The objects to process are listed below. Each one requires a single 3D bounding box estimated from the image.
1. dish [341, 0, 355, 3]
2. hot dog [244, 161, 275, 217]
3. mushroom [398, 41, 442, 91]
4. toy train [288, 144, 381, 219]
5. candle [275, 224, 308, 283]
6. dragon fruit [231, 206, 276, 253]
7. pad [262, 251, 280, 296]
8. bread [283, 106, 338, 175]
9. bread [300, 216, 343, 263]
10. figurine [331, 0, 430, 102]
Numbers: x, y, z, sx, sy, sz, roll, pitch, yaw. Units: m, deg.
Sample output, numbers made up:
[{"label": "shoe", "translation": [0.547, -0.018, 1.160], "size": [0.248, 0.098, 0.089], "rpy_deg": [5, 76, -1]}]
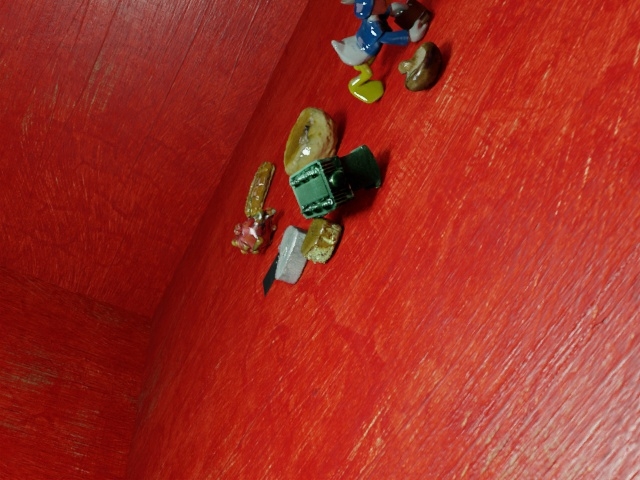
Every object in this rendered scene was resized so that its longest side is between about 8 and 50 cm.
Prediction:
[{"label": "dish", "translation": [0.168, -0.964, 2.404], "size": [0.151, 0.077, 0.212], "rpy_deg": [-67, 19, -4]}, {"label": "hot dog", "translation": [-0.258, -0.213, 2.712], "size": [0.115, 0.072, 0.269], "rpy_deg": [-18, 51, 56]}, {"label": "mushroom", "translation": [0.245, -0.424, 1.565], "size": [0.127, 0.087, 0.127], "rpy_deg": [-160, 90, -74]}, {"label": "toy train", "translation": [0.032, -0.150, 1.704], "size": [0.139, 0.178, 0.330], "rpy_deg": [67, 164, -4]}, {"label": "candle", "translation": [-0.077, 0.027, 1.947], "size": [0.168, 0.068, 0.192], "rpy_deg": [130, 153, -49]}, {"label": "dragon fruit", "translation": [-0.228, -0.042, 2.340], "size": [0.208, 0.133, 0.150], "rpy_deg": [-49, 17, 20]}, {"label": "pad", "translation": [-0.152, 0.090, 2.179], "size": [0.193, 0.004, 0.116], "rpy_deg": [-61, 19, 20]}, {"label": "bread", "translation": [-0.024, -0.313, 2.100], "size": [0.244, 0.134, 0.245], "rpy_deg": [-49, 29, 39]}, {"label": "bread", "translation": [0.000, 0.000, 1.771], "size": [0.128, 0.069, 0.140], "rpy_deg": [-67, 18, 2]}, {"label": "figurine", "translation": [0.168, -0.571, 1.739], "size": [0.338, 0.283, 0.205], "rpy_deg": [51, -160, -67]}]
